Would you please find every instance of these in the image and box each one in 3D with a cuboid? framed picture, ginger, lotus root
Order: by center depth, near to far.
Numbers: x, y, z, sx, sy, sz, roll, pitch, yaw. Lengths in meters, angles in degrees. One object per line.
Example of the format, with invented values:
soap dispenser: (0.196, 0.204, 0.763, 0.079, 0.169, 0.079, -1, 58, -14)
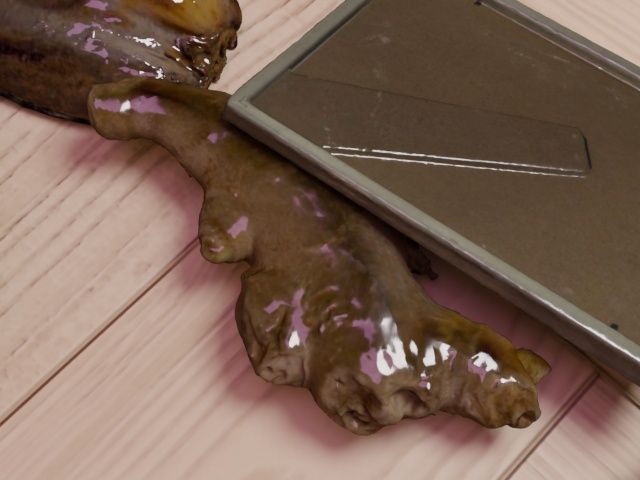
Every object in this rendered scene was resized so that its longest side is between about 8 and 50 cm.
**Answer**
ginger: (0.001, 0.002, 0.606, 0.166, 0.080, 0.333, -27, 64, -27)
framed picture: (0.133, -0.065, 0.619, 0.324, 0.020, 0.240, 32, 54, 13)
lotus root: (-0.223, -0.189, 0.687, 0.330, 0.078, 0.167, 15, 67, 7)
